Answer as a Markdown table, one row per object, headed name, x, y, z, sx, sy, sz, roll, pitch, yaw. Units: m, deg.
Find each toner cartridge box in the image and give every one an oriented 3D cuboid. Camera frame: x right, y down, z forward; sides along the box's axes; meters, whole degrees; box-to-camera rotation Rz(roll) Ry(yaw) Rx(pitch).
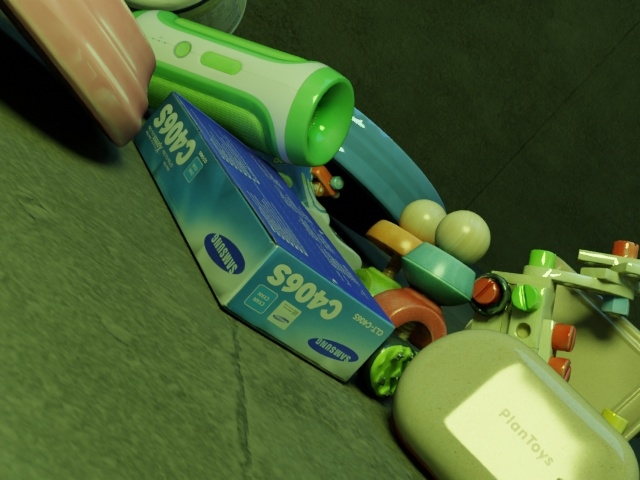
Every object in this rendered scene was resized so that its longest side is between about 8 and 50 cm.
| name | x | y | z | sx | sy | sz | roll | pitch | yaw |
| --- | --- | --- | --- | --- | --- | --- | --- | --- | --- |
| toner cartridge box | -0.069 | -0.016 | 1.019 | 0.165 | 0.075 | 0.348 | 35 | 11 | -35 |

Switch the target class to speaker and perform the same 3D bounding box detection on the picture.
| name | x | y | z | sx | sy | sz | roll | pitch | yaw |
| --- | --- | --- | --- | --- | --- | --- | --- | --- | --- |
| speaker | -0.112 | -0.185 | 1.220 | 0.296 | 0.131 | 0.131 | 23 | 0 | 25 |

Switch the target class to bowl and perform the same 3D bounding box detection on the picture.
| name | x | y | z | sx | sy | sz | roll | pitch | yaw |
| --- | --- | --- | --- | --- | --- | --- | --- | --- | --- |
| bowl | 0.018 | -0.121 | 1.580 | 0.391 | 0.077 | 0.391 | 39 | -9 | 8 |

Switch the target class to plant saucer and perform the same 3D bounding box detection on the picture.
| name | x | y | z | sx | sy | sz | roll | pitch | yaw |
| --- | --- | --- | --- | --- | --- | --- | --- | --- | --- |
| plant saucer | -0.259 | -0.238 | 0.932 | 0.332 | 0.084 | 0.332 | 50 | -6 | 7 |

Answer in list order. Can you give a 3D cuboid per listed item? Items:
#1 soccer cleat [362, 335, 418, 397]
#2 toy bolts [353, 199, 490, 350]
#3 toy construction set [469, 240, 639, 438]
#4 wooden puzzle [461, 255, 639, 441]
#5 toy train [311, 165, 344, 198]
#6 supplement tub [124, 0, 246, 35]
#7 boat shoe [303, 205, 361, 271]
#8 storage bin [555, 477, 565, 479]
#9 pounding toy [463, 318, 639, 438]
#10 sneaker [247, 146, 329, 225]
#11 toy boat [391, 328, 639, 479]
| name | x | y | z | sx | sy | sz | roll | pitch | yaw |
| --- | --- | --- | --- | --- | --- | --- | --- | --- | --- |
| soccer cleat | 0.062 | 0.120 | 1.020 | 0.072 | 0.060 | 0.179 | 35 | -1 | 20 |
| toy bolts | 0.082 | 0.008 | 1.148 | 0.218 | 0.158 | 0.228 | 34 | -2 | -29 |
| toy construction set | 0.264 | 0.135 | 1.106 | 0.215 | 0.327 | 0.151 | 7 | -24 | 29 |
| wooden puzzle | 0.274 | 0.162 | 1.208 | 0.238 | 0.221 | 0.044 | 47 | -4 | 33 |
| toy train | -0.052 | -0.097 | 1.470 | 0.166 | 0.046 | 0.125 | 5 | -40 | 45 |
| supplement tub | -0.236 | -0.426 | 1.615 | 0.235 | 0.235 | 0.325 | 43 | -7 | 5 |
| boat shoe | 0.000 | 0.000 | 1.355 | 0.142 | 0.049 | 0.040 | 44 | 0 | -34 |
| storage bin | 0.266 | 0.316 | 0.723 | 0.262 | 0.123 | 0.260 | 32 | 13 | -48 |
| pounding toy | 0.284 | 0.210 | 1.305 | 0.269 | 0.154 | 0.155 | 25 | 1 | 26 |
| sneaker | -0.034 | -0.088 | 1.350 | 0.091 | 0.126 | 0.240 | 49 | 11 | 36 |
| toy boat | 0.167 | 0.194 | 0.932 | 0.231 | 0.151 | 0.151 | 46 | -21 | 21 |
